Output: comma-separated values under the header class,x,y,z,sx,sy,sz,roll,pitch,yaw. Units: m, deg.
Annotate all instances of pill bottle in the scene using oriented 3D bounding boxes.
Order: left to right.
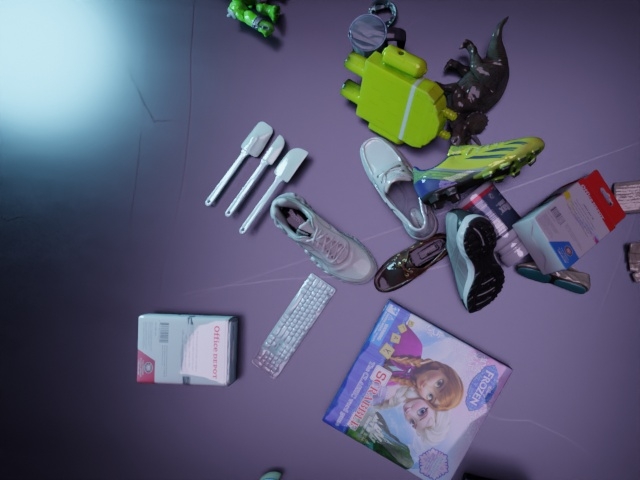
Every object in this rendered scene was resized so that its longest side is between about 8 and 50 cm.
class,x,y,z,sx,sy,sz,roll,pitch,yaw
pill bottle,0.391,-0.034,1.752,0.108,0.108,0.180,-39,86,4

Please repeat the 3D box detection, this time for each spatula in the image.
class,x,y,z,sx,sy,sz,roll,pitch,yaw
spatula,-0.156,-0.147,1.833,0.168,0.019,0.242,37,92,24

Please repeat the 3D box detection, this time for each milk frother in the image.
class,x,y,z,sx,sy,sz,roll,pitch,yaw
milk frother,0.122,-0.487,1.779,0.129,0.135,0.143,-18,87,5

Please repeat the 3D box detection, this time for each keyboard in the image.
class,x,y,z,sx,sy,sz,roll,pitch,yaw
keyboard,-0.063,0.201,1.843,0.072,0.014,0.256,34,92,6

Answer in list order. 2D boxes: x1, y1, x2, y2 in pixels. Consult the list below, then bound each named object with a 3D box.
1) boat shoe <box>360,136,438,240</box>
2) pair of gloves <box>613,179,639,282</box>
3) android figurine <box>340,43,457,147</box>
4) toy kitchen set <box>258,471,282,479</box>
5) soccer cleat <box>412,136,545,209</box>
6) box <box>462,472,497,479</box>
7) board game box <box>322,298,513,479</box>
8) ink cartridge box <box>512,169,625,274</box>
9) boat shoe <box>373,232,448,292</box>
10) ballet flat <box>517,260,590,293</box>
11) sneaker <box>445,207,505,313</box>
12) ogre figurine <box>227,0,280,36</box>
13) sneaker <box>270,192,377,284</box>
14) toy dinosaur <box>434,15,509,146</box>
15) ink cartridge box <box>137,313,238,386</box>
class,x,y,z,sx,sy,sz,roll,pitch,yaw
boat shoe,0.174,-0.129,1.768,0.098,0.096,0.277,-35,72,7
pair of gloves,0.770,-0.035,1.741,0.204,0.042,0.240,-12,81,12
android figurine,0.171,-0.307,1.721,0.273,0.248,0.056,30,57,16
toy kitchen set,-0.110,0.656,1.782,0.166,0.122,0.207,30,92,6
soccer cleat,0.334,-0.171,1.684,0.289,0.093,0.121,-24,68,8
box,0.363,0.684,1.642,0.183,0.296,0.293,11,90,6
board game box,0.217,0.347,1.782,0.318,0.066,0.318,28,92,6
ink cartridge box,0.546,-0.042,1.715,0.231,0.078,0.134,-34,92,-27
boat shoe,0.208,0.049,1.789,0.207,0.073,0.073,-37,86,5
ballet flat,0.525,0.073,1.770,0.168,0.057,0.052,19,63,3
sneaker,0.333,0.043,1.728,0.100,0.108,0.271,-25,125,-16
ogre figurine,-0.148,-0.569,1.830,0.118,0.097,0.197,9,90,5
sneaker,0.000,0.000,1.791,0.292,0.118,0.110,37,91,4
toy dinosaur,0.351,-0.350,1.777,0.160,0.121,0.313,32,88,-6
ink cartridge box,-0.306,0.252,1.830,0.218,0.092,0.158,2,89,8
